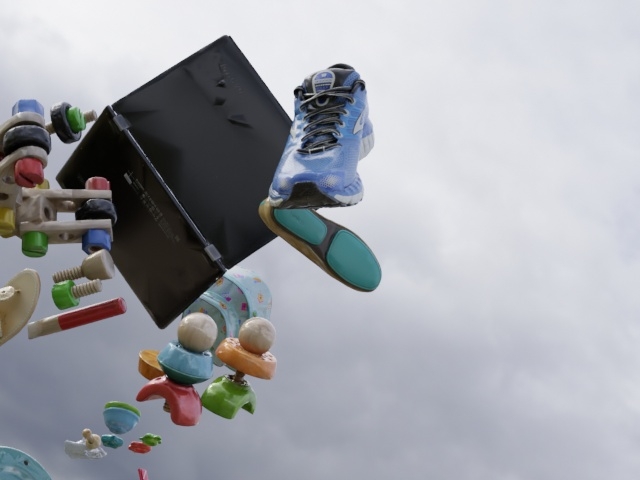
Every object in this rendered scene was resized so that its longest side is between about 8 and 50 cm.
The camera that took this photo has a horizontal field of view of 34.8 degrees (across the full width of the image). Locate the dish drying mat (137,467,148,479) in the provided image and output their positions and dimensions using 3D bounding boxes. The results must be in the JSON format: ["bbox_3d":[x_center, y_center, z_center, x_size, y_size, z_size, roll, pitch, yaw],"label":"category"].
[{"bbox_3d":[-0.350,0.500,2.052,0.008,0.083,0.032,-22,-26,7],"label":"dish drying mat"}]

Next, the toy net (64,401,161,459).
[{"bbox_3d":[-0.393,0.368,1.910,0.122,0.045,0.232,30,-40,-28],"label":"toy net"}]

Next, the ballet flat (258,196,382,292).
[{"bbox_3d":[0.000,0.000,1.584,0.232,0.080,0.073,40,-18,-23],"label":"ballet flat"}]

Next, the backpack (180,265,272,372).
[{"bbox_3d":[-0.183,0.147,1.997,0.166,0.188,0.144,25,17,35],"label":"backpack"}]

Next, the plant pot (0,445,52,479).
[{"bbox_3d":[-0.576,0.478,1.698,0.293,0.293,0.235,40,-64,-21],"label":"plant pot"}]

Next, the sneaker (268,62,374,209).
[{"bbox_3d":[-0.001,-0.146,1.356,0.130,0.330,0.147,-2,-62,9],"label":"sneaker"}]

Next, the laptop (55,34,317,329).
[{"bbox_3d":[-0.248,-0.107,1.976,0.382,0.236,0.408,55,-47,6],"label":"laptop"}]

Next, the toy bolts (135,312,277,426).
[{"bbox_3d":[-0.193,0.172,1.580,0.218,0.158,0.228,24,7,20],"label":"toy bolts"}]

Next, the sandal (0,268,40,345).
[{"bbox_3d":[-0.579,0.143,1.748,0.088,0.240,0.079,49,14,27],"label":"sandal"}]

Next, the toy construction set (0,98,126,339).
[{"bbox_3d":[-0.412,-0.019,1.357,0.237,0.308,0.257,-17,-5,7],"label":"toy construction set"}]
